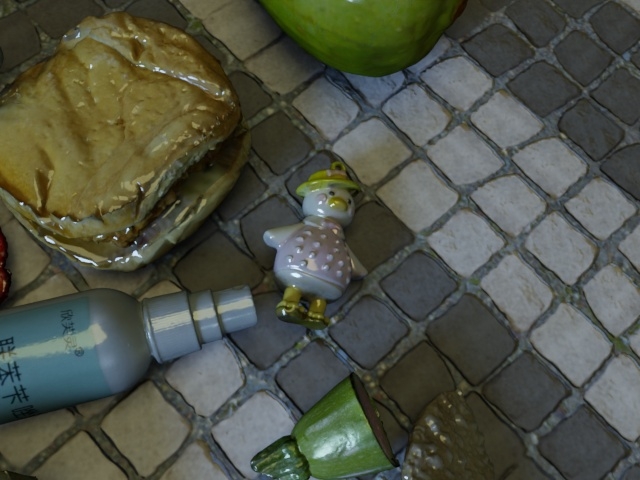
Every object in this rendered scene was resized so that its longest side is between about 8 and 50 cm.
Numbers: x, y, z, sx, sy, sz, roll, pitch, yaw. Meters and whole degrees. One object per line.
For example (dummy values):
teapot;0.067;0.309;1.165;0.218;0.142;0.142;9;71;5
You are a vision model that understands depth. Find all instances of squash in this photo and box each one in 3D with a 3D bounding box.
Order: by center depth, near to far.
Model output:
squash;0.000;0.209;0.663;0.132;0.105;0.105;-28;73;3

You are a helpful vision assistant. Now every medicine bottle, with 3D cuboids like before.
medicine bottle;-0.239;0.107;0.659;0.352;0.110;0.110;-13;70;-11

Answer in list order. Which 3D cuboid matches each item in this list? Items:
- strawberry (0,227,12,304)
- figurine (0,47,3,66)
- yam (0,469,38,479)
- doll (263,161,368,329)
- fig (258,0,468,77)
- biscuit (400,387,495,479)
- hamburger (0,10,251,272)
strawberry;-0.393;0.018;0.715;0.104;0.048;0.152;-36;79;-23
figurine;-0.467;-0.146;0.688;0.343;0.167;0.284;13;71;12
yam;-0.299;0.317;0.546;0.161;0.161;0.267;-14;70;-11
doll;0.000;0.000;0.741;0.129;0.081;0.207;22;64;-17
fig;0.032;-0.349;0.795;0.326;0.258;0.258;34;68;25
biscuit;0.138;0.275;0.639;0.133;0.032;0.249;0;64;-42
hamburger;-0.217;-0.112;0.733;0.259;0.144;0.283;41;75;16
